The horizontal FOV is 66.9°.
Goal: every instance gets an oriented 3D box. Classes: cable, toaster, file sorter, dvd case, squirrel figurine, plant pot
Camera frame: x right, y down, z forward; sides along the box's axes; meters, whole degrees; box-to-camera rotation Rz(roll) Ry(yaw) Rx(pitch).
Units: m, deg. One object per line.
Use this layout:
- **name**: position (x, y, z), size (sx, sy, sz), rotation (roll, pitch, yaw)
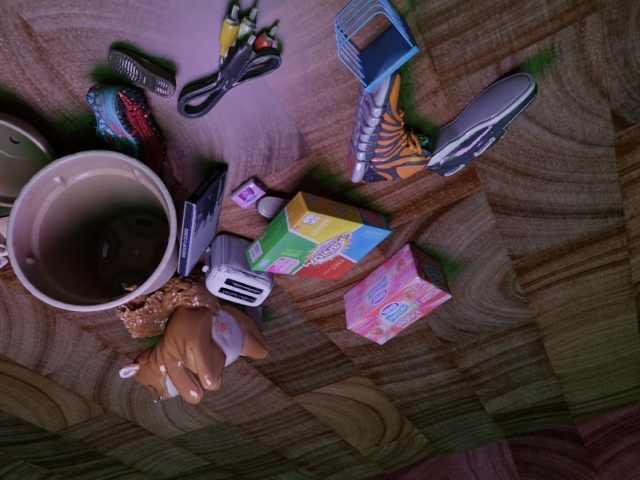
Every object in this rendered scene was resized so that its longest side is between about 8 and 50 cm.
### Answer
- **cable**: position (-0.191, -0.356, 1.017), size (0.139, 0.072, 0.287), rotation (13, 146, -39)
- **toaster**: position (-0.218, 0.088, 1.358), size (0.227, 0.146, 0.129), rotation (23, 129, -25)
- **file sorter**: position (0.096, -0.387, 0.914), size (0.118, 0.170, 0.104), rotation (-35, 123, 26)
- **dvd case**: position (-0.291, -0.050, 1.199), size (0.029, 0.179, 0.239), rotation (23, 131, 1)
- **squirrel figurine**: position (-0.427, 0.285, 1.432), size (0.370, 0.281, 0.397), rotation (-28, 91, 29)
- **plant pot**: position (-0.694, -0.197, 1.069), size (0.237, 0.110, 0.237), rotation (-3, 134, -3)
- **plant pot**: position (-0.465, 0.004, 1.119), size (0.333, 0.334, 0.305), rotation (-2, 169, -3)

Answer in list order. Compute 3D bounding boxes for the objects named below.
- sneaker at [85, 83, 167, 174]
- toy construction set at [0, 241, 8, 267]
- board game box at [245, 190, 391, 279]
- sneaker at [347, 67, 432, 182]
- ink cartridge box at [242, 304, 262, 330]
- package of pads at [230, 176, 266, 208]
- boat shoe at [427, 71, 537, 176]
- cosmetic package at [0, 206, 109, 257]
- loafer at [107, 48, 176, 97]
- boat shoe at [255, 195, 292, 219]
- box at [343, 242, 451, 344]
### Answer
- **sneaker**: position (-0.431, -0.240, 1.080), size (0.125, 0.104, 0.262), rotation (19, 144, 16)
- **toy construction set**: position (-0.908, 0.056, 1.220), size (0.327, 0.215, 0.151), rotation (-35, 128, 26)
- **board game box**: position (0.000, 0.000, 1.276), size (0.316, 0.064, 0.242), rotation (10, 136, -43)
- **sneaker**: position (0.173, -0.261, 1.091), size (0.180, 0.125, 0.321), rotation (-1, 145, -10)
- **ink cartridge box**: position (-0.244, 0.305, 1.594), size (0.061, 0.104, 0.181), rotation (13, 132, -16)
- **package of pads**: position (-0.185, -0.121, 1.239), size (0.083, 0.032, 0.050), rotation (-33, 129, 24)
- **boat shoe**: position (0.366, -0.257, 1.109), size (0.091, 0.114, 0.302), rotation (30, 136, -28)
- **cosmetic package**: position (-0.669, 0.002, 1.248), size (0.153, 0.129, 0.296), rotation (-12, 134, 6)
- **loafer**: position (-0.364, -0.345, 0.999), size (0.148, 0.050, 0.056), rotation (31, 122, -11)
- **boat shoe**: position (-0.076, -0.074, 1.289), size (0.206, 0.065, 0.075), rotation (14, 88, -27)
- **box**: position (0.225, 0.167, 1.475), size (0.154, 0.142, 0.300), rotation (30, 125, -28)
